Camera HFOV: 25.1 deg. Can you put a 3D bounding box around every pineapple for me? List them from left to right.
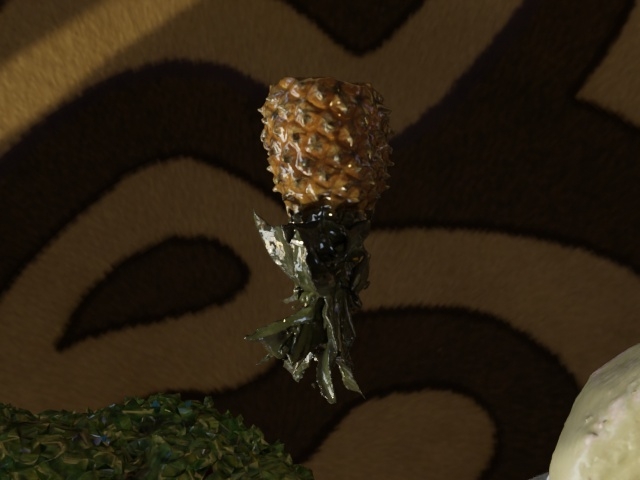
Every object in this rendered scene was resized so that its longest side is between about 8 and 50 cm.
[{"bbox_3d":[0.000,-0.001,1.613,0.166,0.165,0.364,3,83,-1],"label":"pineapple"}]

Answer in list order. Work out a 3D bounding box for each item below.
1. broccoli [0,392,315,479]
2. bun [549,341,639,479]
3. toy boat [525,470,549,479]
[{"bbox_3d":[-0.133,0.209,0.516,0.310,0.321,0.413,42,55,-4],"label":"broccoli"},{"bbox_3d":[0.365,0.205,1.103,0.365,0.219,0.365,2,98,15],"label":"bun"},{"bbox_3d":[0.233,0.432,1.595,0.219,0.072,0.318,-35,58,21],"label":"toy boat"}]
